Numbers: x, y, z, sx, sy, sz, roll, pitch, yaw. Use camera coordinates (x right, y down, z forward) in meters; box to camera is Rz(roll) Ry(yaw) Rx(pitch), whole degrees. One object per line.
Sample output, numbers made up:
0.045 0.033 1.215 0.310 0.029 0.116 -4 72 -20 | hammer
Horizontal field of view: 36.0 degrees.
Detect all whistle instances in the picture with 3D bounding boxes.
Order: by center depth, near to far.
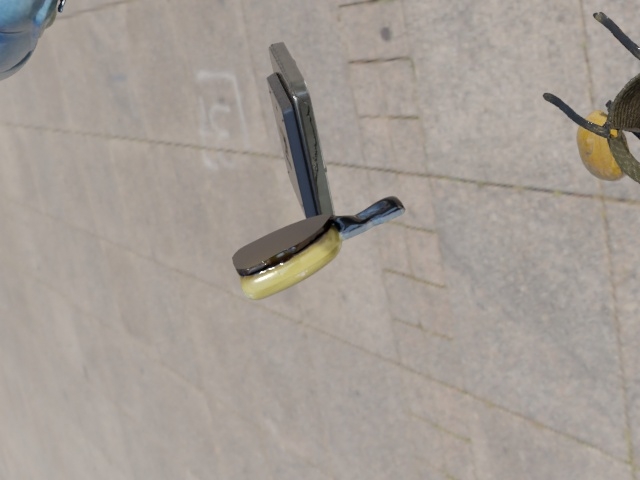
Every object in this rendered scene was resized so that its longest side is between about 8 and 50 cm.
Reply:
-0.265 -0.177 0.779 0.269 0.093 0.180 -13 58 64 | whistle

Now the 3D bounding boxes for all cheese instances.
-0.001 -0.001 0.887 0.036 0.162 0.086 65 178 -19 | cheese

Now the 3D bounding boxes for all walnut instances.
0.422 -0.135 1.495 0.091 0.052 0.121 30 147 64 | walnut

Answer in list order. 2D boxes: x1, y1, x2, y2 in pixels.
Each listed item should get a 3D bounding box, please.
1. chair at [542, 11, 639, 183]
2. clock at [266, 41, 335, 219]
0.419 -0.166 1.229 0.213 0.149 0.174 49 123 33 | chair
-0.034 -0.154 1.565 0.279 0.049 0.273 -113 10 -63 | clock
